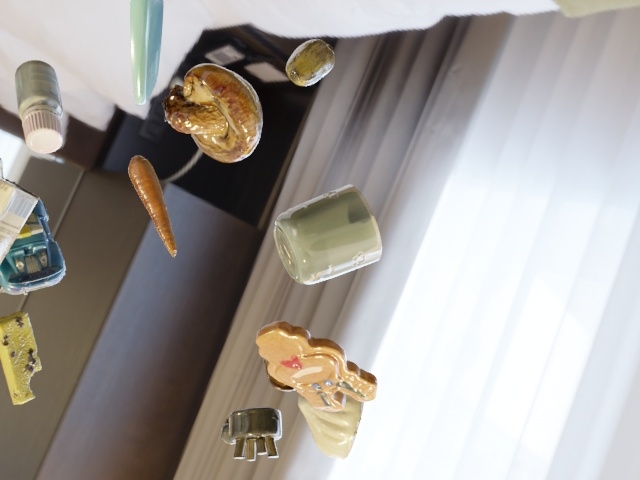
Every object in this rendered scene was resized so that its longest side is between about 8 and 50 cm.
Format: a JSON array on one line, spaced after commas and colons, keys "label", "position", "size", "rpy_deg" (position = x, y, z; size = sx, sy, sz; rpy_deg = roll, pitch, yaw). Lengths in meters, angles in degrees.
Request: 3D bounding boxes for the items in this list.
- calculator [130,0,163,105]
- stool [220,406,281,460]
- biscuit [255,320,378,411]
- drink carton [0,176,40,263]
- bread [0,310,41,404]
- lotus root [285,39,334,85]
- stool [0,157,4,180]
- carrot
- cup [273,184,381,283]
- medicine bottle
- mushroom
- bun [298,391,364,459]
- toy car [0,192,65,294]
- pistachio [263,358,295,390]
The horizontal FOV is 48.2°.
[{"label": "calculator", "position": [-0.481, -0.559, 1.975], "size": [0.055, 0.386, 0.256], "rpy_deg": [8, -148, -5]}, {"label": "stool", "position": [-0.199, 0.574, 2.109], "size": [0.153, 0.139, 0.228], "rpy_deg": [6, 153, -22]}, {"label": "biscuit", "position": [-0.016, 0.297, 1.638], "size": [0.202, 0.047, 0.334], "rpy_deg": [-24, 126, 31]}, {"label": "drink carton", "position": [-0.862, -0.022, 1.730], "size": [0.194, 0.324, 0.132], "rpy_deg": [26, 173, 12]}, {"label": "bread", "position": [-0.760, 0.298, 1.808], "size": [0.049, 0.226, 0.088], "rpy_deg": [2, -162, 38]}, {"label": "lotus root", "position": [-0.025, -0.409, 1.649], "size": [0.089, 0.179, 0.080], "rpy_deg": [43, 136, -3]}, {"label": "stool", "position": [-1.067, -0.117, 2.056], "size": [0.170, 0.243, 0.269], "rpy_deg": [23, -143, 9]}, {"label": "carrot", "position": [-0.306, -0.063, 1.326], "size": [0.216, 0.048, 0.048], "rpy_deg": [64, -174, 17]}, {"label": "cup", "position": [0.000, 0.000, 2.289], "size": [0.275, 0.259, 0.357], "rpy_deg": [-21, 173, -16]}, {"label": "medicine bottle", "position": [-0.545, -0.259, 1.386], "size": [0.083, 0.083, 0.203], "rpy_deg": [30, -150, -47]}, {"label": "mushroom", "position": [-0.290, -0.358, 1.978], "size": [0.283, 0.195, 0.263], "rpy_deg": [15, 134, -1]}, {"label": "bun", "position": [0.020, 0.479, 2.037], "size": [0.175, 0.263, 0.263], "rpy_deg": [15, 173, -2]}, {"label": "toy car", "position": [-0.817, -0.007, 1.943], "size": [0.198, 0.314, 0.166], "rpy_deg": [-15, 166, -31]}, {"label": "pistachio", "position": [-0.111, 0.358, 2.172], "size": [0.131, 0.210, 0.165], "rpy_deg": [-9, -170, -35]}]
